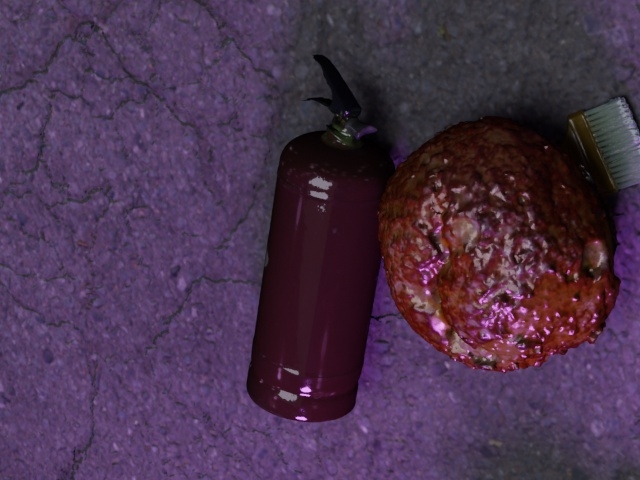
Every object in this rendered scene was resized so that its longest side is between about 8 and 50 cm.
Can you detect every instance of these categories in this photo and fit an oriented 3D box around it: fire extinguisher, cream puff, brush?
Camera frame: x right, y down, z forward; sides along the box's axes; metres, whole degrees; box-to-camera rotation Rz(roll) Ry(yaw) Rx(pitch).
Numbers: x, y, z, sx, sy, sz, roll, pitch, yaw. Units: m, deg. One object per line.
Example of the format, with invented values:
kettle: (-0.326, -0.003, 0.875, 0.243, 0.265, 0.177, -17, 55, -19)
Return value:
fire extinguisher: (0.000, 0.000, 1.771, 0.135, 0.114, 0.337, 40, 128, 48)
cream puff: (0.153, 0.012, 1.640, 0.240, 0.164, 0.240, 13, 121, 22)
brush: (0.203, -0.063, 1.678, 0.218, 0.010, 0.082, -20, 95, 37)
